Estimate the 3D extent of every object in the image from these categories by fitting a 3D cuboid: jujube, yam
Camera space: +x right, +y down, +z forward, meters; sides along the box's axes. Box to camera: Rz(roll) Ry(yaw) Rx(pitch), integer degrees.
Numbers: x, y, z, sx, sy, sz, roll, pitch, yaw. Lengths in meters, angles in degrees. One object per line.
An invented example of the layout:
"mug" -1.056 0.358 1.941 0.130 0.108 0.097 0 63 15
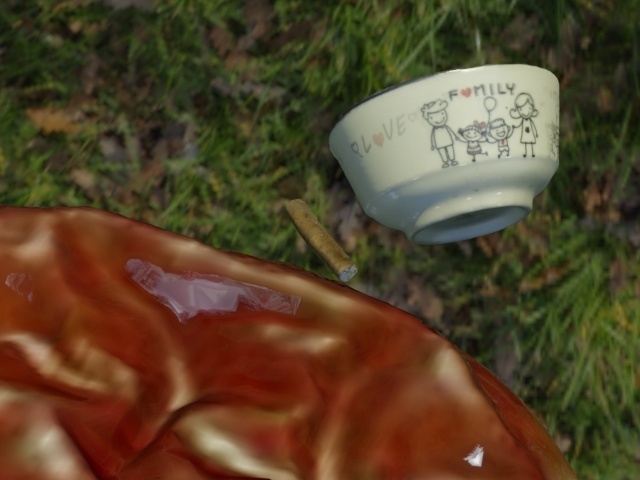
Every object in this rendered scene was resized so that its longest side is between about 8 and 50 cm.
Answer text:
"jujube" -0.107 0.123 0.506 0.376 0.276 0.276 11 117 14
"yam" 0.000 0.000 1.883 0.032 0.145 0.032 -18 132 -21

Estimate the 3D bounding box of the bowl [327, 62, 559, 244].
"bowl" 0.134 -0.073 1.549 0.237 0.238 0.126 -17 77 16
